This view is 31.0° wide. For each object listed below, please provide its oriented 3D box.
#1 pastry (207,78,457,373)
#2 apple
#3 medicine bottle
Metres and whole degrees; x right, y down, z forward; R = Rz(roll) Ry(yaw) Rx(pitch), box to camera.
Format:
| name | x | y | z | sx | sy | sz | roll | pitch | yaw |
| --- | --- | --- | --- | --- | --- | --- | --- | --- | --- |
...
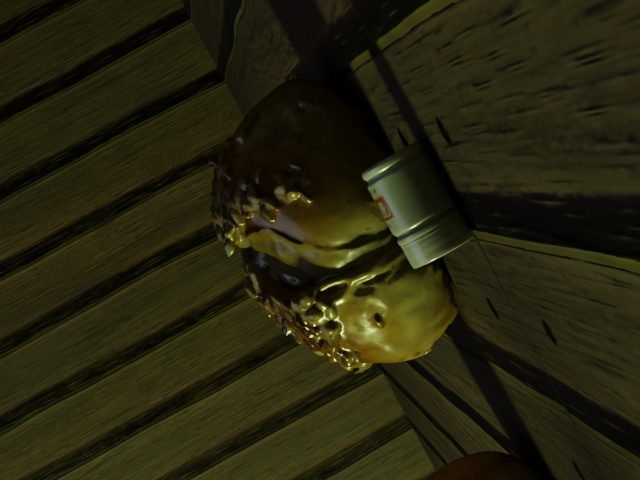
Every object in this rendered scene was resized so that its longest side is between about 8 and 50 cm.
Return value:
| name | x | y | z | sx | sy | sz | roll | pitch | yaw |
| --- | --- | --- | --- | --- | --- | --- | --- | --- | --- |
| pastry | 0.000 | 0.000 | 1.179 | 0.316 | 0.184 | 0.284 | 63 | 177 | -26 |
| apple | 0.180 | 0.312 | 1.240 | 0.199 | 0.199 | 0.199 | 61 | 176 | 7 |
| medicine bottle | 0.076 | -0.029 | 0.914 | 0.089 | 0.057 | 0.057 | 61 | 176 | 0 |
